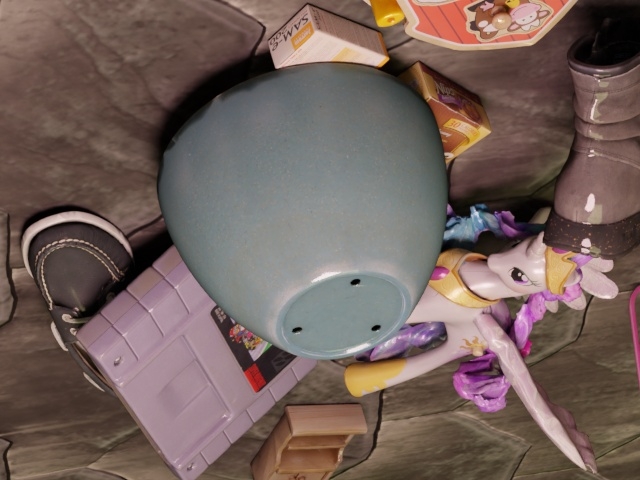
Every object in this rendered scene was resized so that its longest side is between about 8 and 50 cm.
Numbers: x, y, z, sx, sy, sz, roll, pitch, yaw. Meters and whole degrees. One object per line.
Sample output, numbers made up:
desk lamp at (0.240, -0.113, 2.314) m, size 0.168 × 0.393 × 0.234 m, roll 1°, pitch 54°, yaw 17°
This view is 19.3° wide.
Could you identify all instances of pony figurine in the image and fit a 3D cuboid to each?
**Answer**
pony figurine at (0.178, 0.086, 2.108) m, size 0.364 × 0.302 × 0.351 m, roll -11°, pitch 150°, yaw 25°

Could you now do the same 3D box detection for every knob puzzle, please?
knob puzzle at (0.166, -0.225, 1.714) m, size 0.213 × 0.030 × 0.213 m, roll -12°, pitch 148°, yaw -7°

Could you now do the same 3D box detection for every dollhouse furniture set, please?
dollhouse furniture set at (0.004, 0.355, 2.438) m, size 0.212 × 0.242 × 0.161 m, roll 0°, pitch 144°, yaw -25°

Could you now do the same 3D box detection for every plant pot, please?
plant pot at (0.000, 0.000, 1.825) m, size 0.290 × 0.195 × 0.290 m, roll -10°, pitch 141°, yaw -8°

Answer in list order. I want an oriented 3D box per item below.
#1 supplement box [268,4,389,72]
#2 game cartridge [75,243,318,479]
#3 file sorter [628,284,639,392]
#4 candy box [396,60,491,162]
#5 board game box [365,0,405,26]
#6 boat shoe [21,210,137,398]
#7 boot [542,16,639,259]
supplement box at (0.008, -0.182, 1.798) m, size 0.098 × 0.036 × 0.062 m, roll 16°, pitch 136°, yaw -41°
game cartridge at (-0.123, 0.122, 2.104) m, size 0.230 × 0.068 × 0.355 m, roll -39°, pitch 150°, yaw -10°
file sorter at (0.509, 0.106, 2.246) m, size 0.182 × 0.202 × 0.290 m, roll -1°, pitch 165°, yaw -16°
candy box at (0.069, -0.099, 1.941) m, size 0.187 × 0.053 × 0.109 m, roll -36°, pitch 142°, yaw 26°
board game box at (0.256, -0.338, 1.654) m, size 0.390 × 0.050 × 0.390 m, roll -6°, pitch 147°, yaw -15°
boat shoe at (-0.238, 0.074, 2.034) m, size 0.114 × 0.091 × 0.302 m, roll -20°, pitch 148°, yaw 6°
boot at (0.333, -0.124, 1.933) m, size 0.118 × 0.338 × 0.222 m, roll 12°, pitch 109°, yaw 20°
